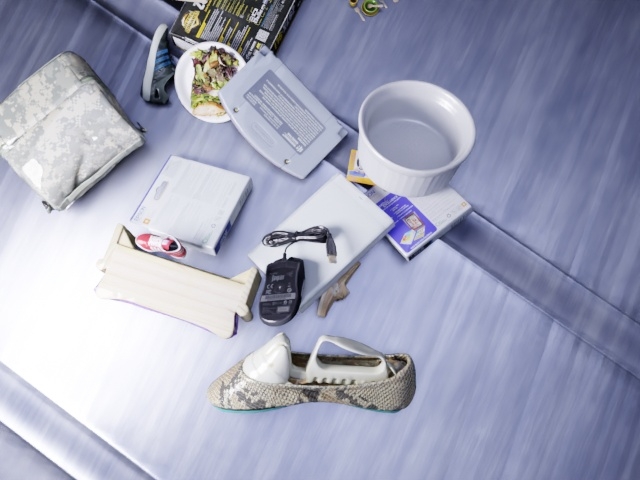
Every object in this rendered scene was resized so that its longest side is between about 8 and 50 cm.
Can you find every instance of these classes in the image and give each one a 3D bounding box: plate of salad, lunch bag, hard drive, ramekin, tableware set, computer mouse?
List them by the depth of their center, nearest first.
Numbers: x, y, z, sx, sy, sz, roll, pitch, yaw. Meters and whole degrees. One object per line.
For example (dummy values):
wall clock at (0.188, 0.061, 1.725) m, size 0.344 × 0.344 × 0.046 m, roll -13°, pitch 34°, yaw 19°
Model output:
computer mouse at (-0.045, 0.084, 1.531) m, size 0.184 × 0.060 × 0.262 m, roll -11°, pitch 53°, yaw 14°
lunch bag at (-0.600, -0.246, 1.588) m, size 0.305 × 0.212 × 0.256 m, roll -41°, pitch 83°, yaw -6°
ramekin at (0.219, -0.237, 1.596) m, size 0.277 × 0.135 × 0.277 m, roll 3°, pitch 60°, yaw -5°
hard drive at (0.000, 0.000, 1.611) m, size 0.307 × 0.040 × 0.203 m, roll -43°, pitch 64°, yaw -7°
plate of salad at (-0.271, -0.392, 1.662) m, size 0.199 × 0.048 × 0.200 m, roll 3°, pitch 110°, yaw 8°
tableware set at (0.146, -0.657, 1.757) m, size 0.154 × 0.024 × 0.104 m, roll -33°, pitch 82°, yaw -5°

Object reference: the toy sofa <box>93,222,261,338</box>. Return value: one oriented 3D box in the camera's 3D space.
toy sofa at (-0.330, 0.106, 1.563) m, size 0.362 × 0.150 × 0.177 m, roll 17°, pitch 78°, yaw 2°

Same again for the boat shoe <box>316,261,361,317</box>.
boat shoe at (0.045, 0.114, 1.609) m, size 0.059 × 0.063 × 0.170 m, roll 24°, pitch 81°, yaw 9°

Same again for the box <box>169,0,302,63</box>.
box at (-0.200, -0.605, 1.720) m, size 0.257 × 0.079 × 0.322 m, roll 23°, pitch 81°, yaw 6°

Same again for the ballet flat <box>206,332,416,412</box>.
ballet flat at (-0.018, 0.293, 1.521) m, size 0.482 × 0.164 × 0.182 m, roll 2°, pitch 119°, yaw -2°

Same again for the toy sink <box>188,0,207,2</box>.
toy sink at (-0.369, -0.697, 1.646) m, size 0.234 × 0.153 × 0.131 m, roll 20°, pitch 80°, yaw 35°

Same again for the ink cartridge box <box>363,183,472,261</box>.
ink cartridge box at (0.228, -0.084, 1.641) m, size 0.206 × 0.045 × 0.208 m, roll -37°, pitch 64°, yaw -7°

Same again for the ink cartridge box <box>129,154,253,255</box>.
ink cartridge box at (-0.308, -0.089, 1.609) m, size 0.224 × 0.045 × 0.223 m, roll 18°, pitch 61°, yaw 12°

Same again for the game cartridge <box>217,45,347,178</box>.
game cartridge at (-0.100, -0.305, 1.645) m, size 0.198 × 0.062 × 0.297 m, roll -45°, pitch 101°, yaw -3°

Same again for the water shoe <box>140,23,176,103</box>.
water shoe at (-0.403, -0.448, 1.705) m, size 0.080 × 0.073 × 0.203 m, roll 13°, pitch 86°, yaw -17°

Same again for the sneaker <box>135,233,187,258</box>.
sneaker at (-0.357, 0.006, 1.474) m, size 0.118 × 0.067 × 0.042 m, roll 16°, pitch 76°, yaw 2°

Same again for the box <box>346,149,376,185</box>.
box at (0.137, -0.175, 1.645) m, size 0.136 × 0.028 × 0.081 m, roll 9°, pitch 59°, yaw 1°
